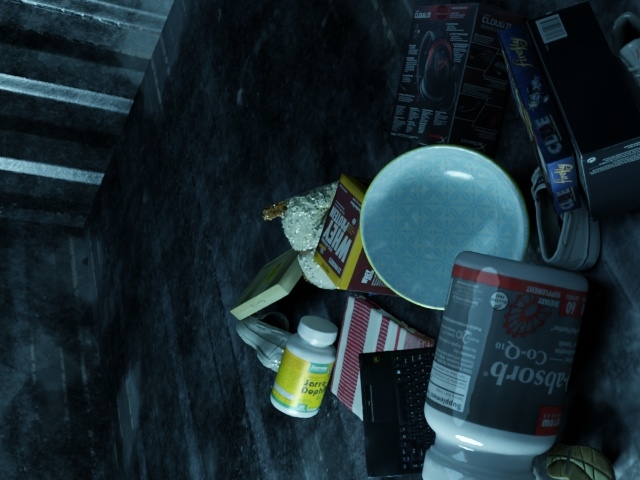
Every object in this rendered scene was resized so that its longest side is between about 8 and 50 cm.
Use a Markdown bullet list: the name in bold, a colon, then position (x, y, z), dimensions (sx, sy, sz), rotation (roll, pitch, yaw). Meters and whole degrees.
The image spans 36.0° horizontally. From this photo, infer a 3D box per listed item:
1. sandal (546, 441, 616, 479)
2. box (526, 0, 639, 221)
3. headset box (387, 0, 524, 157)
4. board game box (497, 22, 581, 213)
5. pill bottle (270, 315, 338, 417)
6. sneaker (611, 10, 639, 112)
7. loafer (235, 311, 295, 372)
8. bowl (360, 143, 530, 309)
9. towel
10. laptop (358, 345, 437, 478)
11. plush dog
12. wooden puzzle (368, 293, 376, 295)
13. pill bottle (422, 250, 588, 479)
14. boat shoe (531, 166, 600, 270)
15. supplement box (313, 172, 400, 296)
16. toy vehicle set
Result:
- **sandal**: position (0.395, 0.341, 1.470), dimensions (0.180, 0.049, 0.072), rotation (173, 110, -76)
- **box**: position (0.396, -0.189, 1.448), dimensions (0.184, 0.103, 0.261), rotation (61, -165, -56)
- **headset box**: position (0.251, -0.317, 1.842), dimensions (0.218, 0.110, 0.293), rotation (22, 102, 61)
- **board game box**: position (0.329, -0.180, 1.479), dimensions (0.042, 0.165, 0.243), rotation (-18, 61, 11)
- **pill bottle**: position (-0.031, 0.279, 2.205), dimensions (0.117, 0.118, 0.208), rotation (44, 121, 57)
- **sneaker**: position (0.462, -0.230, 1.396), dimensions (0.090, 0.115, 0.232), rotation (-31, 51, 19)
- **loafer**: position (-0.122, 0.226, 2.418), dimensions (0.111, 0.112, 0.319), rotation (-58, 28, 2)
- **bowl**: position (0.228, -0.037, 1.725), dimensions (0.156, 0.290, 0.289), rotation (-35, -34, -67)
- **towel**: position (0.119, 0.263, 2.019), dimensions (0.329, 0.037, 0.237), rotation (30, 111, 62)
- **laptop**: position (0.200, 0.286, 1.746), dimensions (0.136, 0.265, 0.234), rotation (69, -163, -67)
- **plush dog**: position (0.000, 0.000, 2.181), dimensions (0.262, 0.211, 0.225), rotation (-12, 99, 62)
- **wooden puzzle**: position (0.124, 0.061, 2.083), dimensions (0.079, 0.014, 0.116), rotation (3, 86, 62)
- **pill bottle**: position (0.278, 0.210, 1.531), dimensions (0.210, 0.210, 0.362), rotation (14, 94, 62)
- **boat shoe**: position (0.378, -0.084, 1.564), dimensions (0.096, 0.088, 0.267), rotation (-21, 64, 59)
- **supplement box**: position (0.119, -0.008, 1.916), dimensions (0.129, 0.194, 0.191), rotation (50, 126, 55)
- **toy vehicle set**: position (-0.110, 0.094, 2.392), dimensions (0.166, 0.035, 0.267), rotation (-54, 13, -32)
